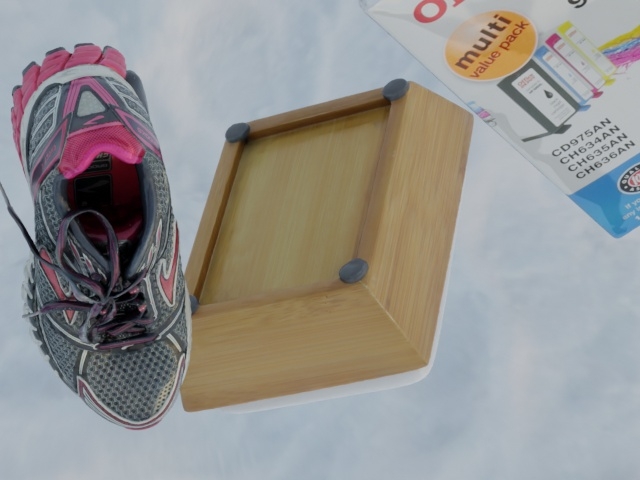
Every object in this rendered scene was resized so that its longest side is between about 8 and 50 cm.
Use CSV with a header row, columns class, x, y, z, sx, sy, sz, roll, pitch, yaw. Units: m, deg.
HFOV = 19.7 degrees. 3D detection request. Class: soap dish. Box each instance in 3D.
class,x,y,z,sx,sy,sz,roll,pitch,yaw
soap dish,0.000,0.000,1.567,0.229,0.291,0.118,-12,132,26

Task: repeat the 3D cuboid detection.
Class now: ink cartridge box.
class,x,y,z,sx,sy,sz,roll,pitch,yaw
ink cartridge box,0.132,-0.152,0.918,0.171,0.168,0.232,-35,134,20

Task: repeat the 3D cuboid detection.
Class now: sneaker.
class,x,y,z,sx,sy,sz,roll,pitch,yaw
sneaker,-0.152,0.018,1.269,0.120,0.112,0.299,-15,128,-9
